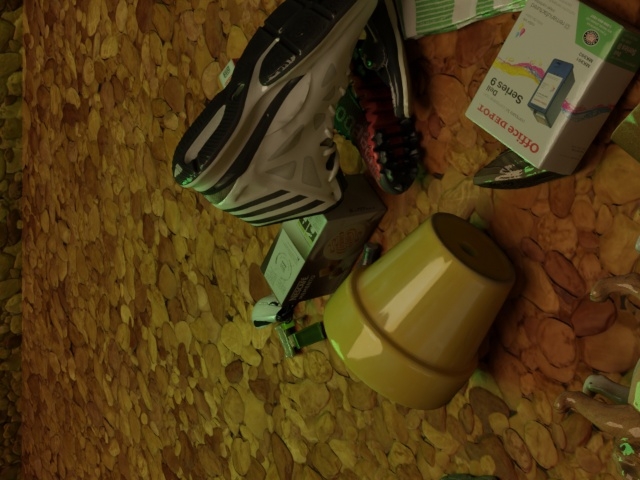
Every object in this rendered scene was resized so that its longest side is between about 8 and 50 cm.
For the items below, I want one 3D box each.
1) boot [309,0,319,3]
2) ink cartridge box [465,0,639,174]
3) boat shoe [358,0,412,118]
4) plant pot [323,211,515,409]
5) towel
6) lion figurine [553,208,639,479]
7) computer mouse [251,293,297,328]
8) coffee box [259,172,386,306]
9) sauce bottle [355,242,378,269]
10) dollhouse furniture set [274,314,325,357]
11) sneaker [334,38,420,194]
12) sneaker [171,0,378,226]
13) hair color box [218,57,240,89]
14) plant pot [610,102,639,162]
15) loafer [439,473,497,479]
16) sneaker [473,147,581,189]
[{"bbox_3d":[-0.033,-0.637,1.529,0.445,0.146,0.367,-100,17,-49],"label":"boot"},{"bbox_3d":[0.317,-0.216,1.309,0.154,0.093,0.212,46,119,37],"label":"ink cartridge box"},{"bbox_3d":[0.104,-0.308,1.608,0.079,0.084,0.233,-14,81,10],"label":"boat shoe"},{"bbox_3d":[0.171,0.095,1.528,0.239,0.254,0.254,-54,55,26],"label":"plant pot"},{"bbox_3d":[0.211,-0.443,1.454,0.325,0.038,0.248,-3,104,54],"label":"towel"},{"bbox_3d":[0.452,0.167,1.233,0.240,0.142,0.392,26,116,40],"label":"lion figurine"},{"bbox_3d":[-0.101,0.140,2.026,0.193,0.042,0.106,-27,33,56],"label":"computer mouse"},{"bbox_3d":[0.000,0.000,1.802,0.098,0.141,0.246,58,139,28],"label":"coffee box"},{"bbox_3d":[0.081,0.065,1.792,0.042,0.042,0.128,37,129,43],"label":"sauce bottle"},{"bbox_3d":[-0.044,0.197,2.016,0.076,0.058,0.151,68,163,3],"label":"dollhouse furniture set"},{"bbox_3d":[0.085,-0.198,1.670,0.135,0.097,0.276,-33,70,52],"label":"sneaker"},{"bbox_3d":[-0.017,-0.215,1.601,0.447,0.257,0.169,-50,36,6],"label":"sneaker"},{"bbox_3d":[-0.157,-0.301,2.020,0.072,0.043,0.141,-41,68,51],"label":"hair color box"},{"bbox_3d":[0.493,-0.097,1.058,0.254,0.237,0.237,52,138,11],"label":"plant pot"},{"bbox_3d":[0.252,0.423,1.656,0.125,0.045,0.039,-14,94,52],"label":"loafer"},{"bbox_3d":[0.305,-0.121,1.433,0.188,0.066,0.071,-10,74,49],"label":"sneaker"}]
